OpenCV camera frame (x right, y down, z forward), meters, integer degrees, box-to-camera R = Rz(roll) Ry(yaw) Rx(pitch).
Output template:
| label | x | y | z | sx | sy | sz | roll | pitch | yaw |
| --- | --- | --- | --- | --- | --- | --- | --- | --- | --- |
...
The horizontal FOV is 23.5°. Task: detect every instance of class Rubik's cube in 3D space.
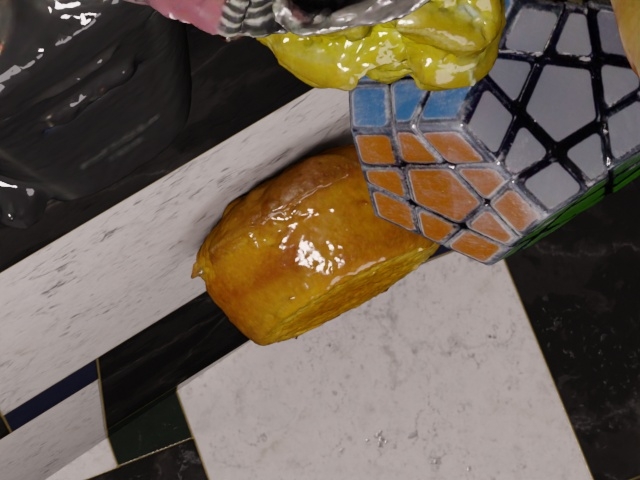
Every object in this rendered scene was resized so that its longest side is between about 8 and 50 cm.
| label | x | y | z | sx | sy | sz | roll | pitch | yaw |
| --- | --- | --- | --- | --- | --- | --- | --- | --- | --- |
| Rubik's cube | 0.166 | -0.138 | 1.434 | 0.319 | 0.319 | 0.264 | -38 | 143 | 23 |

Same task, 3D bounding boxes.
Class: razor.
| label | x | y | z | sx | sy | sz | roll | pitch | yaw |
| --- | --- | --- | --- | --- | --- | --- | --- | --- | --- |
| razor | -0.164 | -0.112 | 0.930 | 0.189 | 0.107 | 0.327 | -33 | 171 | -7 |

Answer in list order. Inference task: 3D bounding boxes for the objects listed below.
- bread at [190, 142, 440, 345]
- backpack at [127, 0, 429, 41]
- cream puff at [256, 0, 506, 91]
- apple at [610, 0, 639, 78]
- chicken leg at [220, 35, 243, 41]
| label | x | y | z | sx | sy | sz | roll | pitch | yaw |
| --- | --- | --- | --- | --- | --- | --- | --- | --- | --- |
| bread | 0.005 | -0.003 | 1.838 | 0.312 | 0.172 | 0.312 | -31 | 171 | -5 |
| backpack | 0.058 | -0.222 | 0.713 | 0.317 | 0.197 | 0.283 | -9 | -159 | 44 |
| cream puff | 0.038 | -0.183 | 1.088 | 0.194 | 0.195 | 0.221 | -33 | 166 | -4 |
| apple | 0.382 | -0.265 | 1.169 | 0.346 | 0.391 | 0.391 | -25 | 171 | 2 |
| chicken leg | -0.052 | -0.184 | 1.211 | 0.036 | 0.021 | 0.083 | -9 | 154 | -47 |
